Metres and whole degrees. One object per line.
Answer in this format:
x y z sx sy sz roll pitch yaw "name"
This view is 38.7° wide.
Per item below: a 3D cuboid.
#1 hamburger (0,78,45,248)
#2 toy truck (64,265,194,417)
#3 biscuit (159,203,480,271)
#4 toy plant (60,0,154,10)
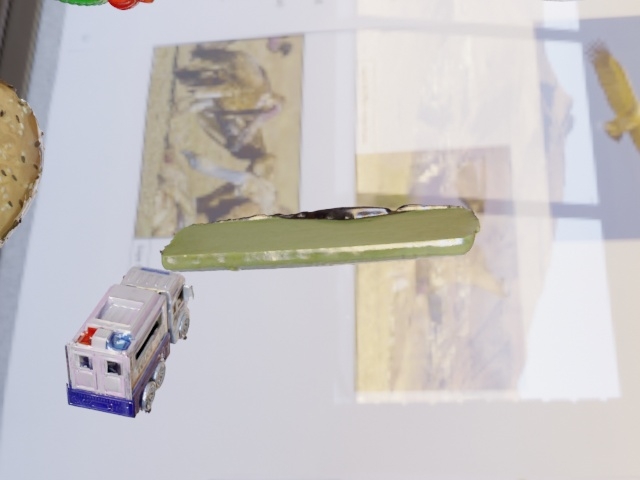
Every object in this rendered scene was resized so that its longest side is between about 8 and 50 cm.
-0.532 -0.086 1.192 0.318 0.195 0.276 17 61 -46 "hamburger"
-0.296 0.141 1.441 0.268 0.125 0.155 -69 167 -55 "toy truck"
0.000 0.000 0.929 0.099 0.323 0.038 -73 158 -64 "biscuit"
-0.362 -0.399 1.363 0.154 0.241 0.088 -101 -156 -67 "toy plant"
